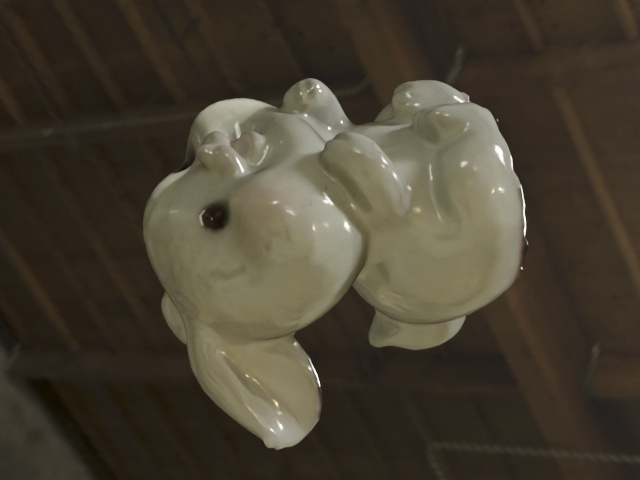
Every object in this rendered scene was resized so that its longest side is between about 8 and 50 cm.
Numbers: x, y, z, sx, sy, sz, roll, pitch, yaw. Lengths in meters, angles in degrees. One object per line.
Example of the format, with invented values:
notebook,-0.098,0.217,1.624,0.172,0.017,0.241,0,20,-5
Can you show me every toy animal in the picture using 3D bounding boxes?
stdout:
toy animal,0.007,0.004,0.791,0.127,0.193,0.179,-128,-159,-50
